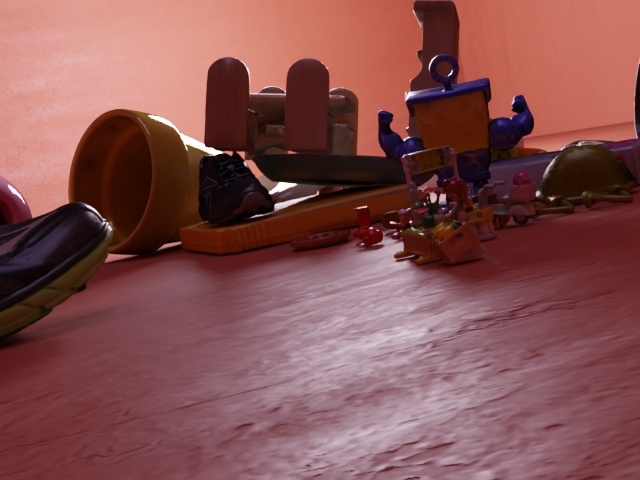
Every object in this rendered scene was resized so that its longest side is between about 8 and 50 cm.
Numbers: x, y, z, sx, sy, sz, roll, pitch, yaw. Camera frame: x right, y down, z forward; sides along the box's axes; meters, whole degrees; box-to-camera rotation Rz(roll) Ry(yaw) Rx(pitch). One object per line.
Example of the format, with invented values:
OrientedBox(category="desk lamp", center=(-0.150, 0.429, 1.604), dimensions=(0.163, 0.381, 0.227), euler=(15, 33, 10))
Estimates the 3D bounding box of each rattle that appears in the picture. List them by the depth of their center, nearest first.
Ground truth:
OrientedBox(category="rattle", center=(0.288, -0.134, 1.793), dimensions=(0.143, 0.130, 0.199), euler=(29, -11, 21))

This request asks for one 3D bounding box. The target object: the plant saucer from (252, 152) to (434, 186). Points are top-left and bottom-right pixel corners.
OrientedBox(category="plant saucer", center=(0.043, -0.115, 1.920), dimensions=(0.318, 0.043, 0.317), euler=(2, 0, 0))

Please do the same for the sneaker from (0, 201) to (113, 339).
OrientedBox(category="sneaker", center=(-0.441, 0.024, 1.146), dimensions=(0.483, 0.202, 0.185), euler=(-14, 6, -25))

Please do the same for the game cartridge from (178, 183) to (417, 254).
OrientedBox(category="game cartridge", center=(-0.041, -0.032, 1.823), dimensions=(0.324, 0.052, 0.285), euler=(-15, 6, -18))

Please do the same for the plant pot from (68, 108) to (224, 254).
OrientedBox(category="plant pot", center=(-0.283, -0.094, 2.044), dimensions=(0.254, 0.254, 0.239), euler=(-6, -9, 43))

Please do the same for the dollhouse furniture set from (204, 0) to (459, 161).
OrientedBox(category="dollhouse furniture set", center=(0.031, -0.265, 1.934), dimensions=(0.394, 0.256, 0.362), euler=(3, 0, 10))

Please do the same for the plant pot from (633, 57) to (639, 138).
OrientedBox(category="plant pot", center=(0.695, -0.261, 2.010), dimensions=(0.230, 0.215, 0.215), euler=(3, 6, 2))

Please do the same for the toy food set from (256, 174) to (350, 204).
OrientedBox(category="toy food set", center=(-0.077, -0.073, 2.206), dimensions=(0.306, 0.092, 0.220), euler=(-8, 17, 46))

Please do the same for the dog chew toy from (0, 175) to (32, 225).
OrientedBox(category="dog chew toy", center=(-0.635, -0.003, 1.970), dimensions=(0.207, 0.206, 0.332), euler=(-15, -1, -40))

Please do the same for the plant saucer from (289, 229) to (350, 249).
OrientedBox(category="plant saucer", center=(0.000, 0.000, 1.533), dimensions=(0.083, 0.013, 0.083), euler=(-10, 6, 1))

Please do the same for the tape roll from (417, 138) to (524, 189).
OrientedBox(category="tape roll", center=(0.285, -0.175, 2.381), dimensions=(0.286, 0.100, 0.286), euler=(-11, 4, 1))

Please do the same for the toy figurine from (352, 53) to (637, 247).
OrientedBox(category="toy figurine", center=(0.196, -0.131, 1.421), dimensions=(0.363, 0.217, 0.191), euler=(-10, 5, 14))

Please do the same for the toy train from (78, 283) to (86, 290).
OrientedBox(category="toy train", center=(-0.353, 0.067, 1.541), dimensions=(0.024, 0.017, 0.083), euler=(9, 17, 43))

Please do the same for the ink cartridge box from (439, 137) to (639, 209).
OrientedBox(category="ink cartridge box", center=(0.329, -0.096, 1.648), dimensions=(0.311, 0.065, 0.186), euler=(-10, 5, 32))

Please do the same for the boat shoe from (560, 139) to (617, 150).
OrientedBox(category="boat shoe", center=(0.482, -0.155, 2.039), dimensions=(0.137, 0.049, 0.043), euler=(0, 14, 43))

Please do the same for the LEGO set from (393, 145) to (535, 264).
OrientedBox(category="LEGO set", center=(0.132, -0.044, 1.206), dimensions=(0.132, 0.107, 0.287), euler=(-9, 5, 24))

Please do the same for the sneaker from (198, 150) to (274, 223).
OrientedBox(category="sneaker", center=(-0.147, -0.083, 1.778), dimensions=(0.101, 0.106, 0.267), euler=(-12, 7, -19))
